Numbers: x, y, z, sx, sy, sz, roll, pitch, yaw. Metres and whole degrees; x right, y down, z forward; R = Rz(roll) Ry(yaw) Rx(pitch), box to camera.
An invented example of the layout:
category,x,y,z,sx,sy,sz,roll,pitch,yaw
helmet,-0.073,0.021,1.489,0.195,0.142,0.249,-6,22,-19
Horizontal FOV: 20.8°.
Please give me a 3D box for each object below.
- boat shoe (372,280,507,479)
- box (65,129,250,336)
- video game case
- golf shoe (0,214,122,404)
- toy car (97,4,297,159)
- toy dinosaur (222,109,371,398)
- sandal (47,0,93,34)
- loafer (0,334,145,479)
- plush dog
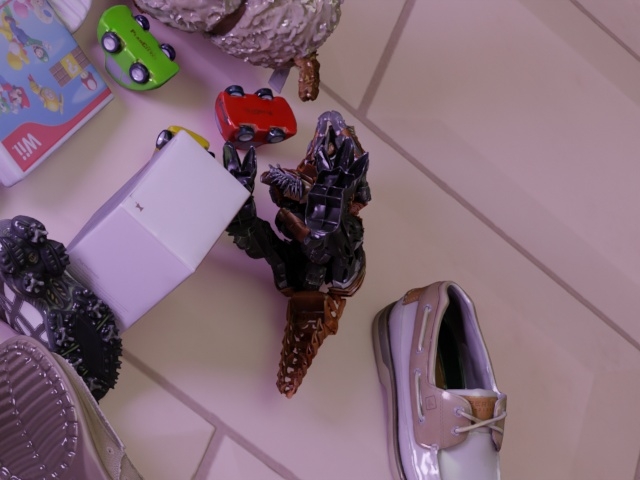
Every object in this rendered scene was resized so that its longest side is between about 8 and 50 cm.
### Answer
category,x,y,z,sx,sy,sz,roll,pitch,yaw
boat shoe,0.136,0.185,1.812,0.113,0.103,0.302,4,60,-40
box,-0.167,0.001,1.622,0.091,0.170,0.130,43,43,-9
video game case,-0.331,-0.211,1.677,0.285,0.025,0.204,56,33,-13
golf shoe,-0.251,0.061,1.583,0.077,0.094,0.198,-42,119,-35
toy car,-0.157,-0.148,1.824,0.225,0.053,0.239,49,41,-2
toy dinosaur,0.000,0.000,1.783,0.218,0.164,0.322,62,10,-54
sandal,-0.270,-0.328,1.844,0.102,0.076,0.265,18,71,-14
loafer,-0.212,0.205,1.504,0.268,0.102,0.092,60,8,19
plush dog,-0.097,-0.265,1.838,0.225,0.262,0.211,12,70,-29
